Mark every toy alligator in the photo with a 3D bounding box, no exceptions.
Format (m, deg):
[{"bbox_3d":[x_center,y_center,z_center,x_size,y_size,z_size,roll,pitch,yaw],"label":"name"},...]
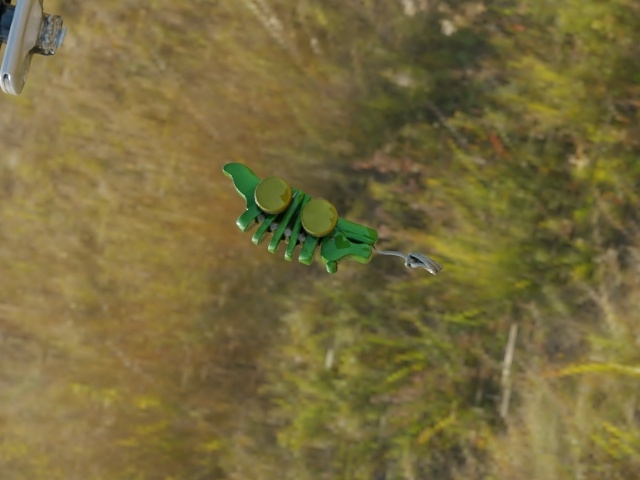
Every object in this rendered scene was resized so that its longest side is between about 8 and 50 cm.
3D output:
[{"bbox_3d":[0.000,0.000,1.132,0.051,0.190,0.056,-62,-6,-10],"label":"toy alligator"}]

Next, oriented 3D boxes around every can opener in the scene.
[{"bbox_3d":[-0.193,-0.235,1.000,0.074,0.093,0.280,-115,42,-86],"label":"can opener"}]
